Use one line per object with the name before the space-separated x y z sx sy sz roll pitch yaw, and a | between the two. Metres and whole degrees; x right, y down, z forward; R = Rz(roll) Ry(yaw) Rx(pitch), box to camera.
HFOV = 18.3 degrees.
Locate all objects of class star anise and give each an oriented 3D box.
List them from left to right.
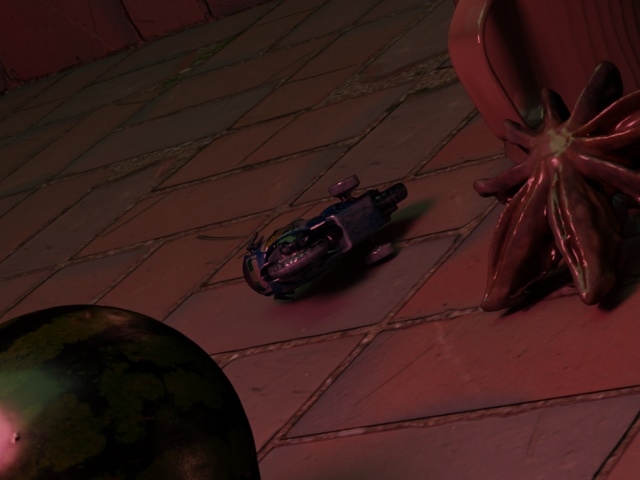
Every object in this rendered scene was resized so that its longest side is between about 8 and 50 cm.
star anise | 0.234 -0.043 1.757 0.198 0.110 0.258 15 77 44

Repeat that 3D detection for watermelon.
watermelon | -0.181 0.193 1.433 0.285 0.285 0.285 -24 16 7

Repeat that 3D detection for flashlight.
flashlight | 0.248 -0.014 1.854 0.110 0.052 0.031 -22 -20 36

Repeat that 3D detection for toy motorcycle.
toy motorcycle | 0.000 0.000 2.098 0.135 0.092 0.254 -26 4 36

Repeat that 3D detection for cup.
cup | 0.231 -0.224 2.104 0.288 0.273 0.208 -31 23 -19

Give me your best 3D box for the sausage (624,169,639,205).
sausage | 0.316 -0.068 1.845 0.074 0.074 0.274 -35 17 -29
